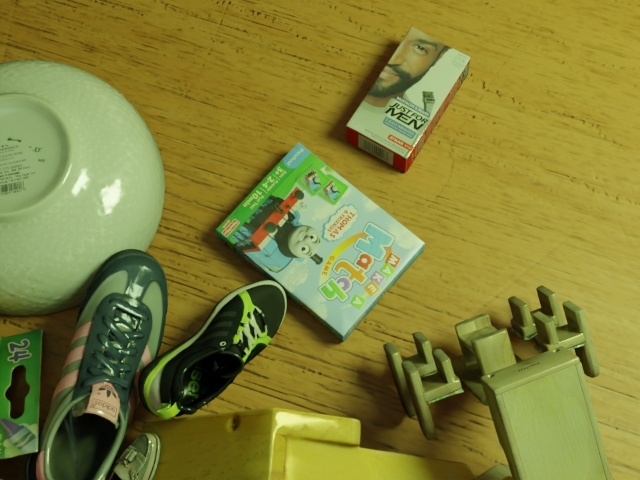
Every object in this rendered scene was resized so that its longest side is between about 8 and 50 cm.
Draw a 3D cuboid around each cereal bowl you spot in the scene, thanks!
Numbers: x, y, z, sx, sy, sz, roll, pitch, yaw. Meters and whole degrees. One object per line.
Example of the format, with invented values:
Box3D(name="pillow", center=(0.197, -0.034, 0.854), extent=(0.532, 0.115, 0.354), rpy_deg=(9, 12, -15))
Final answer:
Box3D(name="cereal bowl", center=(-0.370, -0.082, 1.438), extent=(0.339, 0.141, 0.339), rpy_deg=(0, 71, 0))

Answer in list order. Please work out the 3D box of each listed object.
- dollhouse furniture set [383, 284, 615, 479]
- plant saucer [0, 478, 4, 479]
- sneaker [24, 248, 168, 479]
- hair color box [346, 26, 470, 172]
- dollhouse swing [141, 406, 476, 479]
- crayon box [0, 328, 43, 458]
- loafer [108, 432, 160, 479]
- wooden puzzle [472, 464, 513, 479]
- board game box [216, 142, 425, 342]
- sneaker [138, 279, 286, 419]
Box3D(name="dollhouse furniture set", center=(0.219, 0.185, 1.312), extent=(0.212, 0.242, 0.161), rpy_deg=(-20, 105, -7))
Box3D(name="plant saucer", center=(-0.403, 0.413, 1.219), extent=(0.332, 0.084, 0.332), rpy_deg=(10, 59, -17))
Box3D(name="sneaker", center=(-0.244, 0.161, 1.339), extent=(0.112, 0.131, 0.319), rpy_deg=(20, 79, -18))
Box3D(name="hair color box", center=(0.114, -0.184, 1.507), extent=(0.093, 0.053, 0.167), rpy_deg=(29, 73, 11))
Box3D(name="dollhouse swing", center=(-0.021, 0.391, 1.316), extent=(0.315, 0.305, 0.347), rpy_deg=(-13, 66, 41))
Box3D(name="crayon box", center=(-0.492, 0.178, 1.332), extent=(0.323, 0.083, 0.203), rpy_deg=(-12, 41, -2))
Box3D(name="loafer", center=(-0.222, 0.275, 1.310), extent=(0.045, 0.039, 0.125), rpy_deg=(27, 93, 46))
Box3D(name="wooden puzzle", center=(0.211, 0.328, 1.221), extent=(0.239, 0.044, 0.221), rpy_deg=(-17, 34, -42))
Box3D(name="board game box", center=(0.000, 0.000, 1.456), extent=(0.211, 0.039, 0.160), rpy_deg=(39, 76, 12))
Box3D(name="sneaker", center=(-0.106, 0.135, 1.352), extent=(0.235, 0.097, 0.084), rpy_deg=(-42, 118, -30))
